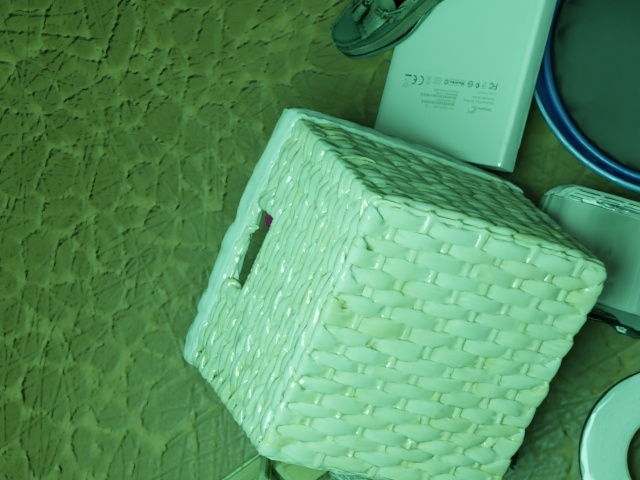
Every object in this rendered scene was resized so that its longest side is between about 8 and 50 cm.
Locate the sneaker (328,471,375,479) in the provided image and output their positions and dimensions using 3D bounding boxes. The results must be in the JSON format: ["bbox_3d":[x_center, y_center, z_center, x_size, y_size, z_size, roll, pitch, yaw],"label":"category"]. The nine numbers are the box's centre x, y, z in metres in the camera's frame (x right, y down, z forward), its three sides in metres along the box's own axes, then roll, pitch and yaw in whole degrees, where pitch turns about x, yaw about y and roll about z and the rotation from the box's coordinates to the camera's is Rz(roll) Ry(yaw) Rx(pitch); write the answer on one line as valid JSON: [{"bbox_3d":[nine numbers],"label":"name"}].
[{"bbox_3d":[0.071,0.267,1.720,0.225,0.088,0.092,23,114,31],"label":"sneaker"}]

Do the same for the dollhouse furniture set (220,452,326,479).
[{"bbox_3d":[-0.032,0.332,1.741,0.182,0.101,0.161,-36,105,11],"label":"dollhouse furniture set"}]

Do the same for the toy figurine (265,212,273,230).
[{"bbox_3d":[0.000,0.000,1.764,0.173,0.130,0.159,-9,72,-14],"label":"toy figurine"}]

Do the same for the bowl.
[{"bbox_3d":[0.445,-0.237,1.726,0.391,0.077,0.391,-1,84,9],"label":"bowl"}]

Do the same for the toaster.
[{"bbox_3d":[0.337,0.026,1.690,0.227,0.129,0.146,17,85,13],"label":"toaster"}]

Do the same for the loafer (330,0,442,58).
[{"bbox_3d":[0.108,-0.317,1.738,0.267,0.084,0.096,-29,59,29],"label":"loafer"}]

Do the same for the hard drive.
[{"bbox_3d":[0.182,-0.246,1.742,0.203,0.040,0.307,12,85,40],"label":"hard drive"}]

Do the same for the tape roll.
[{"bbox_3d":[0.416,0.258,1.683,0.219,0.072,0.219,-1,85,9],"label":"tape roll"}]

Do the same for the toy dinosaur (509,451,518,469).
[{"bbox_3d":[0.172,0.285,1.726,0.118,0.064,0.268,11,83,16],"label":"toy dinosaur"}]

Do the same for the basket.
[{"bbox_3d":[0.079,0.077,1.561,0.331,0.266,0.328,16,107,-29],"label":"basket"}]
